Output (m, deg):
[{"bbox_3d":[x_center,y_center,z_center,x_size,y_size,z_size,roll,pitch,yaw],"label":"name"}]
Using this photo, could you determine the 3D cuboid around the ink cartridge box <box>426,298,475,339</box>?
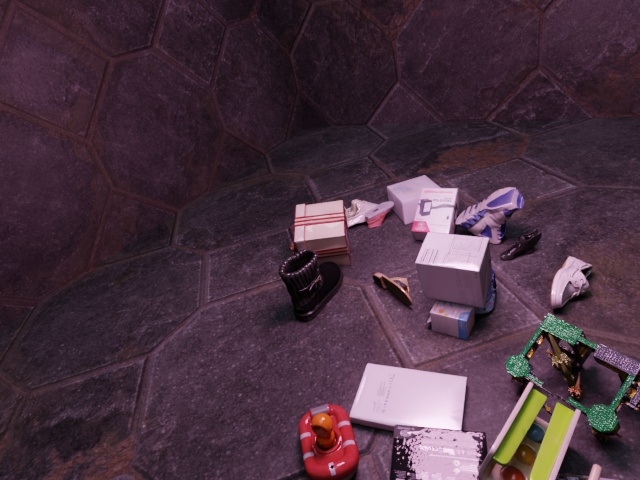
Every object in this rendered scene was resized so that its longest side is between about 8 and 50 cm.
[{"bbox_3d":[0.446,0.263,1.424,0.143,0.090,0.092,10,38,34],"label":"ink cartridge box"}]

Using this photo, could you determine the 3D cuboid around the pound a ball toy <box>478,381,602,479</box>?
[{"bbox_3d":[0.494,0.497,0.914,0.208,0.136,0.319,28,36,32],"label":"pound a ball toy"}]

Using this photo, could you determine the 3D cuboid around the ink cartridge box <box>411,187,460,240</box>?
[{"bbox_3d":[0.535,-0.120,1.907,0.171,0.100,0.238,5,66,30],"label":"ink cartridge box"}]

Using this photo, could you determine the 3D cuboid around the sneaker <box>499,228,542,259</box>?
[{"bbox_3d":[0.808,0.017,1.674,0.170,0.089,0.051,-15,30,-1],"label":"sneaker"}]

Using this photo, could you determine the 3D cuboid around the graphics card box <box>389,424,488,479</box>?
[{"bbox_3d":[0.266,0.610,0.927,0.232,0.094,0.371,-4,33,18],"label":"graphics card box"}]

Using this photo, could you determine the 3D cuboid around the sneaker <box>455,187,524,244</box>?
[{"bbox_3d":[0.750,-0.091,1.756,0.128,0.182,0.315,-56,11,-29],"label":"sneaker"}]

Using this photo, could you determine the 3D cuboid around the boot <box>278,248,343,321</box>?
[{"bbox_3d":[-0.025,0.128,1.676,0.131,0.261,0.348,3,35,27],"label":"boot"}]

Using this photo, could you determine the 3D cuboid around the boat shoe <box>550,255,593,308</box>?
[{"bbox_3d":[0.873,0.145,1.428,0.096,0.098,0.277,14,40,40],"label":"boat shoe"}]

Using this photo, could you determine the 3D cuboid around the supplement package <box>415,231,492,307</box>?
[{"bbox_3d":[0.453,0.096,1.389,0.202,0.194,0.149,7,50,32],"label":"supplement package"}]

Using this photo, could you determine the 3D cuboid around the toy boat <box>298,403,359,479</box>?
[{"bbox_3d":[0.014,0.527,1.112,0.150,0.151,0.231,-17,30,-3],"label":"toy boat"}]

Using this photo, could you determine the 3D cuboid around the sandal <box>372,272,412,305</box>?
[{"bbox_3d":[0.306,0.170,1.639,0.079,0.088,0.240,-32,29,-17],"label":"sandal"}]

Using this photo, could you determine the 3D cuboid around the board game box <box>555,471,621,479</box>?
[{"bbox_3d":[0.656,0.597,0.831,0.346,0.056,0.208,-3,37,19],"label":"board game box"}]

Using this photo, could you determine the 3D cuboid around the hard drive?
[{"bbox_3d":[0.261,0.468,1.214,0.307,0.040,0.203,1,34,24],"label":"hard drive"}]

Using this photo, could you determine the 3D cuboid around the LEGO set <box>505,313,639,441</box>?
[{"bbox_3d":[0.697,0.369,1.116,0.331,0.192,0.255,19,74,48],"label":"LEGO set"}]

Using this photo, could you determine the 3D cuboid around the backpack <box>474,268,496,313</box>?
[{"bbox_3d":[0.551,0.179,1.494,0.158,0.117,0.173,1,36,26],"label":"backpack"}]

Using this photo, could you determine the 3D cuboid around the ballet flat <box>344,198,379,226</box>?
[{"bbox_3d":[0.154,-0.140,2.171,0.399,0.139,0.139,-22,31,-13],"label":"ballet flat"}]

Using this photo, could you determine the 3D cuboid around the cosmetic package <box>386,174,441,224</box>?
[{"bbox_3d":[0.492,-0.215,2.145,0.223,0.138,0.225,-17,32,-5],"label":"cosmetic package"}]

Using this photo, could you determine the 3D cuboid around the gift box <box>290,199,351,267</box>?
[{"bbox_3d":[0.000,0.000,1.903,0.257,0.277,0.255,-6,44,7],"label":"gift box"}]

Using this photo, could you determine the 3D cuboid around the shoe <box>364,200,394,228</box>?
[{"bbox_3d":[0.309,-0.132,2.137,0.177,0.081,0.063,-30,34,-18],"label":"shoe"}]
